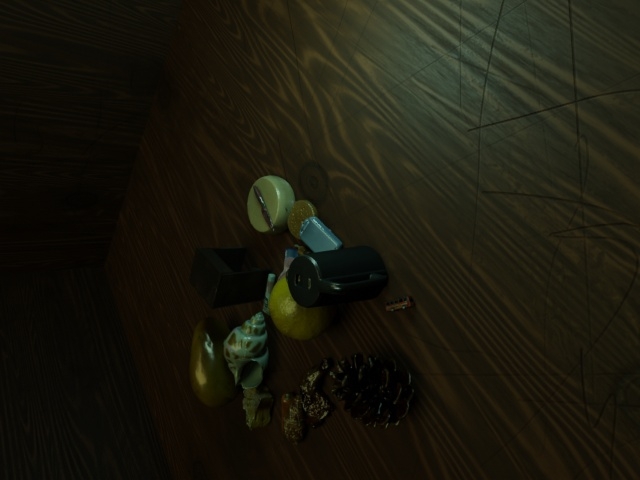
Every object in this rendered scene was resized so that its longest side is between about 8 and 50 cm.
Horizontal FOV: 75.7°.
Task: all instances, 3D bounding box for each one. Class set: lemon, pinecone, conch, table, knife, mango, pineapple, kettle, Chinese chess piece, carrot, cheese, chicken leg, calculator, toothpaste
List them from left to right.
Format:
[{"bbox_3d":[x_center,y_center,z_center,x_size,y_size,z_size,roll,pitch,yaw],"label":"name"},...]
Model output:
[{"bbox_3d":[-0.534,0.612,2.093,0.232,0.300,0.447,-21,76,24],"label":"mango"},{"bbox_3d":[-0.428,0.162,1.954,0.250,0.281,0.197,35,116,40],"label":"table"},{"bbox_3d":[-0.337,0.517,1.948,0.249,0.197,0.368,29,128,13],"label":"conch"},{"bbox_3d":[-0.305,0.783,1.994,0.186,0.114,0.237,-28,69,44],"label":"pineapple"},{"bbox_3d":[-0.252,-0.140,1.807,0.035,0.018,0.248,-40,64,37],"label":"knife"},{"bbox_3d":[-0.245,0.258,1.958,0.056,0.036,0.206,31,118,42],"label":"toothpaste"},{"bbox_3d":[-0.224,-0.157,1.864,0.273,0.102,0.274,1,92,47],"label":"Chinese chess piece"},{"bbox_3d":[-0.153,0.796,1.884,0.061,0.061,0.257,27,121,42],"label":"carrot"},{"bbox_3d":[-0.134,0.179,1.808,0.188,0.074,0.287,3,91,46],"label":"cheese"},{"bbox_3d":[-0.069,0.251,1.601,0.292,0.292,0.294,3,94,46],"label":"lemon"},{"bbox_3d":[-0.019,0.635,1.718,0.177,0.082,0.323,-1,93,38],"label":"chicken leg"},{"bbox_3d":[0.000,0.000,1.651,0.210,0.039,0.121,44,123,16],"label":"calculator"},{"bbox_3d":[0.072,0.144,1.421,0.262,0.307,0.203,44,123,36],"label":"kettle"},{"bbox_3d":[0.171,0.491,1.378,0.244,0.309,0.244,-43,29,31],"label":"pinecone"}]

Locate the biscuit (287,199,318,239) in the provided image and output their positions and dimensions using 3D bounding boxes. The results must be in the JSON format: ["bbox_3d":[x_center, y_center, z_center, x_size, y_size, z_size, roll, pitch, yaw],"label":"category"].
[{"bbox_3d":[-0.063,-0.082,1.740,0.170,0.050,0.171,7,101,39],"label":"biscuit"}]

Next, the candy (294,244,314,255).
[{"bbox_3d":[-0.051,0.064,1.733,0.182,0.053,0.047,44,115,34],"label":"candy"}]

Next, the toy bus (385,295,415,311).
[{"bbox_3d":[0.272,0.219,1.416,0.110,0.031,0.043,-24,68,45],"label":"toy bus"}]

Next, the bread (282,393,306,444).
[{"bbox_3d":[-0.113,0.792,1.800,0.104,0.076,0.233,7,95,10],"label":"bread"}]

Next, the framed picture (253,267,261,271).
[{"bbox_3d":[-0.316,0.184,2.046,0.066,0.006,0.089,9,98,46],"label":"framed picture"}]
